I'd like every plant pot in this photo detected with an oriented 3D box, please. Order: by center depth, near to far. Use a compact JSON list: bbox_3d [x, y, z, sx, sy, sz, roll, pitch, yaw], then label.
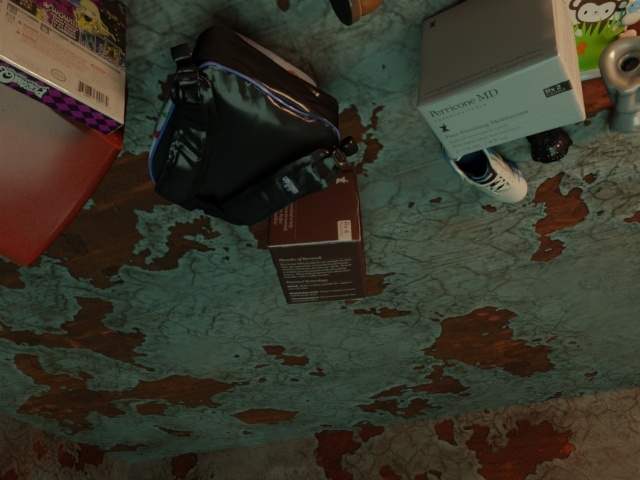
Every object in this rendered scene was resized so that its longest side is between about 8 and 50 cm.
[{"bbox_3d":[-0.428,-0.175,0.751,0.235,0.267,0.267,-31,135,16],"label":"plant pot"}]

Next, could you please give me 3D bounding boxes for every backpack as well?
[{"bbox_3d":[-0.128,-0.158,0.799,0.276,0.213,0.263,28,126,-23],"label":"backpack"}]

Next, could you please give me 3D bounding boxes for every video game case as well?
[{"bbox_3d":[-0.335,-0.262,0.618,0.041,0.211,0.232,-23,152,28],"label":"video game case"}]

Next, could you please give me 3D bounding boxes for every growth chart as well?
[{"bbox_3d":[0.374,-0.314,0.758,0.171,0.021,0.237,-15,142,19],"label":"growth chart"}]

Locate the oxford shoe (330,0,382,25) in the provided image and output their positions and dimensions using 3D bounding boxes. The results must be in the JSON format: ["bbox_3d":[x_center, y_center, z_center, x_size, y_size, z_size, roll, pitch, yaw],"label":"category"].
[{"bbox_3d":[0.035,-0.380,0.644,0.076,0.076,0.212,-31,139,-10],"label":"oxford shoe"}]

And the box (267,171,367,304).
[{"bbox_3d":[0.000,0.000,1.036,0.166,0.169,0.203,-5,142,6],"label":"box"}]

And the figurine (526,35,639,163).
[{"bbox_3d":[0.426,-0.203,0.843,0.214,0.093,0.209,-19,156,24],"label":"figurine"}]

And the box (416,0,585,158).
[{"bbox_3d":[0.236,-0.233,0.706,0.180,0.182,0.119,-13,142,35],"label":"box"}]

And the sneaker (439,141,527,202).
[{"bbox_3d":[0.298,-0.121,0.955,0.237,0.086,0.085,29,132,-35],"label":"sneaker"}]
